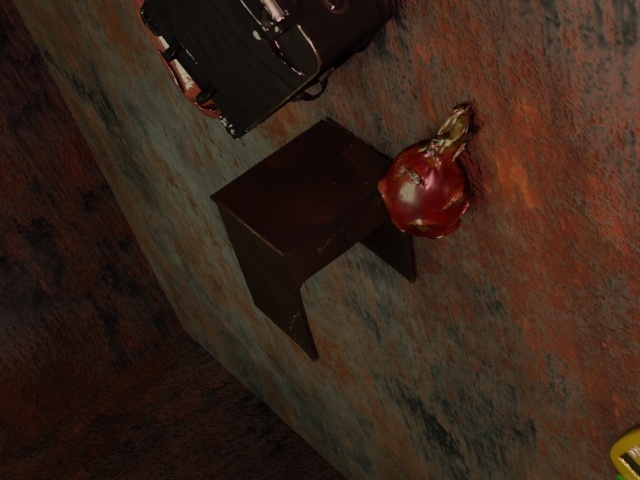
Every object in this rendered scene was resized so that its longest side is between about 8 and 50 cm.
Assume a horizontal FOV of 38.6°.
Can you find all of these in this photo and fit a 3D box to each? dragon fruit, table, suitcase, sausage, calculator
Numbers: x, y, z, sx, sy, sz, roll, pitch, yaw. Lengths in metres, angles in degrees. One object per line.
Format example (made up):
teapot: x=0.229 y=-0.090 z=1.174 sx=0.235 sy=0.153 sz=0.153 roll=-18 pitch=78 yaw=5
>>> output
dragon fruit: x=0.158 y=-0.096 z=1.249 sx=0.125 sy=0.125 sz=0.246 roll=59 pitch=147 yaw=26
table: x=0.000 y=0.000 z=1.528 sx=0.196 sy=0.251 sz=0.282 roll=37 pitch=155 yaw=36
suitcase: x=-0.084 y=-0.316 z=1.268 sx=0.283 sy=0.194 sz=0.434 roll=52 pitch=160 yaw=-7
sausage: x=-0.211 y=-0.343 z=1.573 sx=0.279 sy=0.152 sz=0.152 roll=60 pitch=159 yaw=-18
calculator: x=0.489 y=0.333 z=1.307 sx=0.146 sy=0.032 sz=0.235 roll=48 pitch=158 yaw=16
